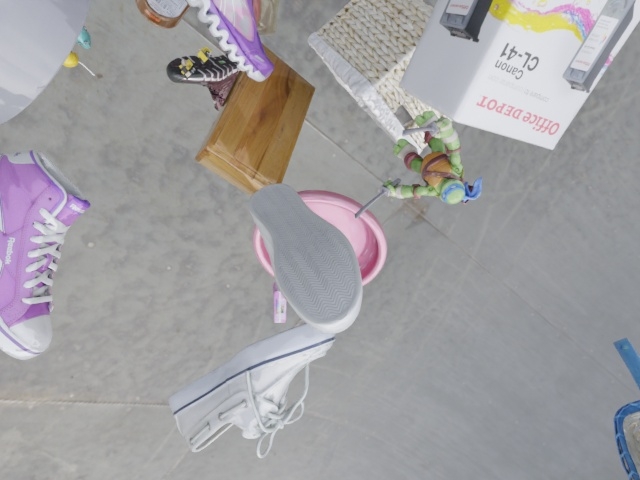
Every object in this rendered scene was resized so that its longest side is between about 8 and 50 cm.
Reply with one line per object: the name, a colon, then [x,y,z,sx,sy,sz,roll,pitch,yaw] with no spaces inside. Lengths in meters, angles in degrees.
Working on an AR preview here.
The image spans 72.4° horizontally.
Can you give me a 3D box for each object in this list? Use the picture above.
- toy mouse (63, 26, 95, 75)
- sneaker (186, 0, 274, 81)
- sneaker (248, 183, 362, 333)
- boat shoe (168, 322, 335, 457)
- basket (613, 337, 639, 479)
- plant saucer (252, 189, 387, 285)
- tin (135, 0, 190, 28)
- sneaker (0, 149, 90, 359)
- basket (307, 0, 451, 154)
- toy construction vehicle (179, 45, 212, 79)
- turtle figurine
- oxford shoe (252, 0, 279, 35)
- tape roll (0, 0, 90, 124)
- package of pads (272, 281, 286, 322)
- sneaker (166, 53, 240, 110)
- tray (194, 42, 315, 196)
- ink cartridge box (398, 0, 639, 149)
toy mouse: [-0.605,-0.483,1.026,0.161,0.031,0.143,16,119,-23]
sneaker: [-0.119,-0.317,0.548,0.104,0.095,0.236,-36,126,2]
sneaker: [-0.010,0.053,0.637,0.108,0.292,0.169,-24,131,-7]
boat shoe: [-0.103,0.264,0.711,0.367,0.157,0.136,-34,161,23]
basket: [0.579,0.325,0.687,0.201,0.289,0.255,-29,-170,27]
plant saucer: [0.000,0.000,1.101,0.332,0.084,0.332,5,132,6]
tin: [-0.356,-0.580,1.028,0.040,0.190,0.106,-17,136,44]
sneaker: [-0.390,0.011,0.600,0.161,0.282,0.102,-18,-179,-5]
basket: [0.202,-0.459,1.176,0.266,0.331,0.328,-41,143,14]
toy construction vehicle: [-0.287,-0.418,1.007,0.086,0.098,0.035,-35,121,19]
turtle figurine: [0.209,-0.193,0.971,0.274,0.266,0.198,0,126,-1]
oxford shoe: [-0.167,-0.757,1.223,0.130,0.123,0.348,-7,110,-48]
tape roll: [-0.346,-0.232,0.460,0.219,0.219,0.072,-45,148,6]
package of pads: [-0.094,0.142,1.008,0.031,0.050,0.083,-1,111,-6]
sneaker: [-0.319,-0.445,1.278,0.281,0.106,0.163,-27,152,-41]
tray: [-0.152,-0.316,1.143,0.202,0.411,0.076,33,142,-26]
ink cartridge box: [0.275,-0.291,0.545,0.226,0.131,0.306,4,122,-32]
